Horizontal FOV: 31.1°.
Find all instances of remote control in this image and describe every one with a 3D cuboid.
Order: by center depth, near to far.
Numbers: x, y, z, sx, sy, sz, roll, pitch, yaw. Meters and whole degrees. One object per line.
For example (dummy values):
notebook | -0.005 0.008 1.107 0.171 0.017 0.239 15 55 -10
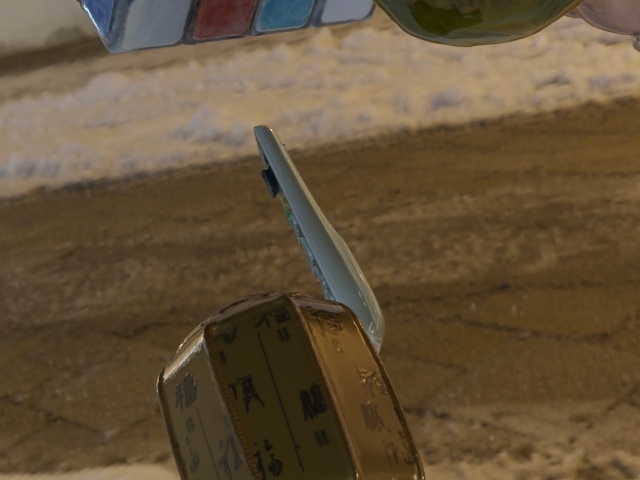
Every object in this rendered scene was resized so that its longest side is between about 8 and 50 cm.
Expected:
remote control | -0.001 0.000 1.329 0.051 0.293 0.103 -26 -19 -6

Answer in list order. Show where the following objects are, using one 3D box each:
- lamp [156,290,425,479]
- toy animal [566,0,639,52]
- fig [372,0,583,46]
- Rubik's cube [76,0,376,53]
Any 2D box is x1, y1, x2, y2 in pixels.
lamp | -0.020 0.135 0.760 0.161 0.161 0.185 -20 56 -10
toy animal | 0.256 -0.279 1.079 0.171 0.171 0.197 -21 42 -13
fig | 0.091 -0.208 0.583 0.167 0.233 0.167 10 50 -12
Rubik's cube | -0.084 -0.330 0.906 0.253 0.259 0.256 -15 55 -32
